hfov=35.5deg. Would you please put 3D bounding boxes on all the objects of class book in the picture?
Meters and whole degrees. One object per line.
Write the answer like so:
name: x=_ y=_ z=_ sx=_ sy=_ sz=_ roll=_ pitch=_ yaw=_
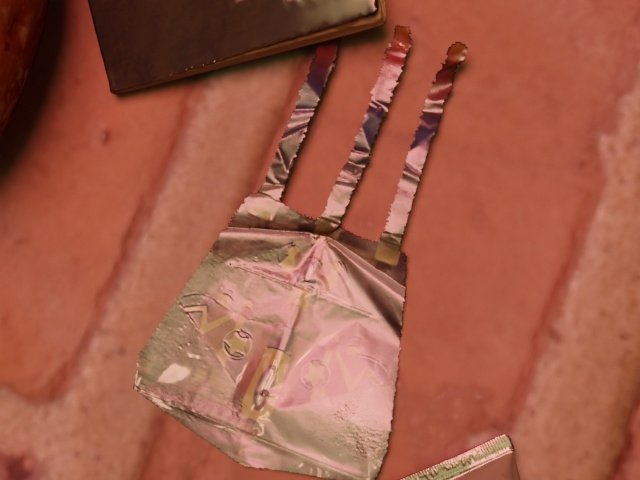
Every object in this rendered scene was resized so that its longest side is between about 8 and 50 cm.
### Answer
book: x=-0.065 y=-0.205 z=0.516 sx=0.160 sy=0.024 sz=0.228 roll=-12 pitch=95 yaw=16

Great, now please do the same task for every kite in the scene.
kite: x=0.000 y=0.000 z=0.521 sx=0.141 sy=0.015 sz=0.245 roll=20 pitch=89 yaw=8

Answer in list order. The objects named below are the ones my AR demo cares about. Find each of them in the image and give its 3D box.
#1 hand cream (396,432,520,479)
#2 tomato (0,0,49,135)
hand cream: x=0.087 y=0.194 z=0.470 sx=0.087 sy=0.054 sz=0.186 roll=-25 pitch=74 yaw=8
tomato: x=-0.270 y=-0.138 z=0.470 sx=0.270 sy=0.222 sz=0.270 roll=-1 pitch=81 yaw=4
